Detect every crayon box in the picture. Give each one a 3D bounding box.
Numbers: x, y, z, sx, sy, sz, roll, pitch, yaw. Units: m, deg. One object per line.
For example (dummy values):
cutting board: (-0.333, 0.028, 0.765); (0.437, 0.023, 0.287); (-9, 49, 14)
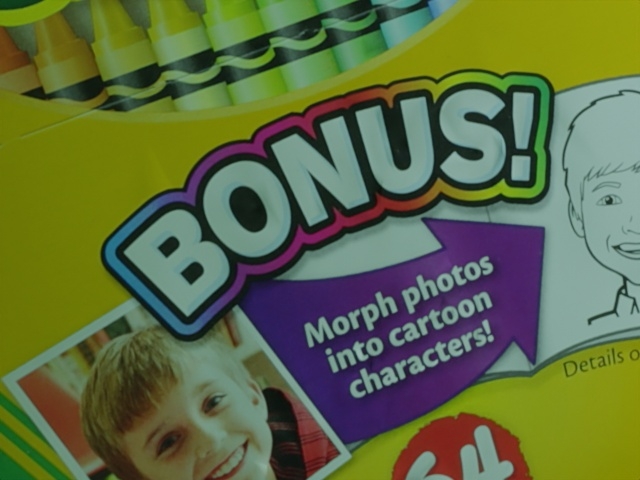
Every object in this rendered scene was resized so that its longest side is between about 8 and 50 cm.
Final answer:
crayon box: (0.002, -0.020, 0.694); (0.106, 0.363, 0.313); (-173, -118, -74)
